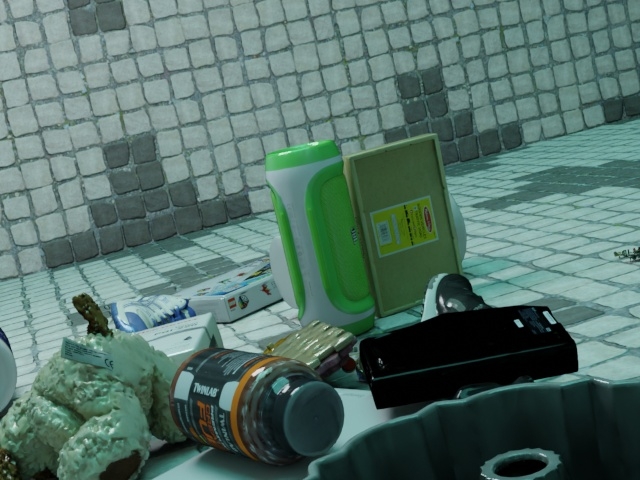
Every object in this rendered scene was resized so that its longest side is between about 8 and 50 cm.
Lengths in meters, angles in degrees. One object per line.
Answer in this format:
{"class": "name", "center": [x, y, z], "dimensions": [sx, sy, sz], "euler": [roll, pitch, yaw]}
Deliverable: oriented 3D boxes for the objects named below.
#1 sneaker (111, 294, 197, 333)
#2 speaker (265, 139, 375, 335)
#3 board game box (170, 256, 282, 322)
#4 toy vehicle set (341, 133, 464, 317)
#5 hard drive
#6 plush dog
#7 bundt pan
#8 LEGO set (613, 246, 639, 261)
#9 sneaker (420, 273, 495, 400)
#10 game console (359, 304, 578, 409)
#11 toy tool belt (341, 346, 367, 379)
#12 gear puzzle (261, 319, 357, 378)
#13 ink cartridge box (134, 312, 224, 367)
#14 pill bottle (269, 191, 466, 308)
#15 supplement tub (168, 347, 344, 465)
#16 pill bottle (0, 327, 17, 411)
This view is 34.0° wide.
{"class": "sneaker", "center": [-0.275, 0.136, 1.768], "dimensions": [0.131, 0.112, 0.296], "euler": [-13, 9, -5]}
{"class": "speaker", "center": [0.000, 0.000, 1.618], "dimensions": [0.131, 0.296, 0.131], "euler": [-13, 9, 2]}
{"class": "board game box", "center": [-0.140, 0.091, 2.043], "dimensions": [0.193, 0.053, 0.305], "euler": [-5, 11, 43]}
{"class": "toy vehicle set", "center": [0.136, -0.026, 1.694], "dimensions": [0.166, 0.267, 0.035], "euler": [-15, 10, -23]}
{"class": "hard drive", "center": [-0.033, 0.228, 1.070], "dimensions": [0.203, 0.040, 0.307], "euler": [-4, 13, 45]}
{"class": "plush dog", "center": [-0.290, 0.203, 1.222], "dimensions": [0.225, 0.210, 0.262], "euler": [-38, -3, 22]}
{"class": "bundt pan", "center": [0.143, 0.204, 0.694], "dimensions": [0.331, 0.124, 0.331], "euler": [-12, 9, 2]}
{"class": "LEGO set", "center": [0.505, 0.023, 1.677], "dimensions": [0.054, 0.023, 0.083], "euler": [-10, -4, 1]}
{"class": "sneaker", "center": [0.187, 0.121, 1.281], "dimensions": [0.124, 0.107, 0.283], "euler": [-6, 20, 17]}
{"class": "game console", "center": [0.161, 0.155, 1.009], "dimensions": [0.213, 0.044, 0.361], "euler": [-10, 20, -2]}
{"class": "toy tool belt", "center": [0.065, 0.161, 1.357], "dimensions": [0.083, 0.052, 0.051], "euler": [-11, -23, -10]}
{"class": "gear puzzle", "center": [-0.049, 0.174, 1.391], "dimensions": [0.175, 0.044, 0.339], "euler": [-35, 6, -9]}
{"class": "ink cartridge box", "center": [-0.222, 0.182, 1.454], "dimensions": [0.159, 0.092, 0.218], "euler": [-15, 7, 2]}
{"class": "pill bottle", "center": [0.080, 0.013, 1.822], "dimensions": [0.318, 0.176, 0.176], "euler": [-17, 10, -24]}
{"class": "supplement tub", "center": [-0.062, 0.164, 1.038], "dimensions": [0.106, 0.106, 0.198], "euler": [-19, 10, -35]}
{"class": "pill bottle", "center": [-0.569, 0.196, 1.670], "dimensions": [0.153, 0.153, 0.265], "euler": [-16, 9, -18]}
